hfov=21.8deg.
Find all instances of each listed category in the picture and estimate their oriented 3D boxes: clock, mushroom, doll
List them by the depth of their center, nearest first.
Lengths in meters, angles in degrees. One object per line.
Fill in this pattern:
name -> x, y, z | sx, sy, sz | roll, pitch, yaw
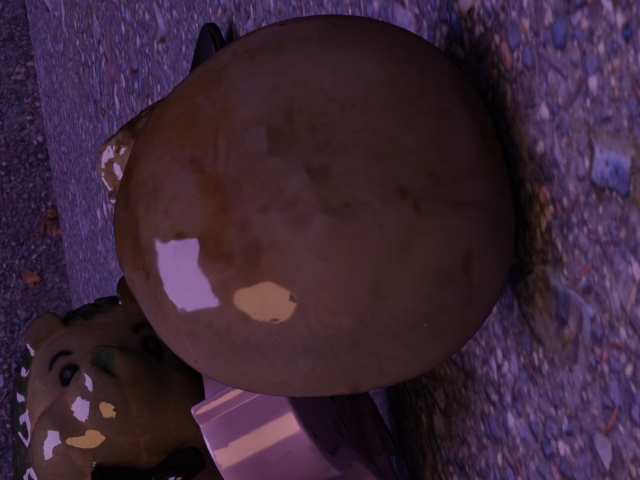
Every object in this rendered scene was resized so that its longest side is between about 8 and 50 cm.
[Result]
mushroom -> 0.000, 0.000, 1.217 | 0.290, 0.292, 0.293 | 75, 179, -62
doll -> -0.147, 0.211, 1.383 | 0.247, 0.247, 0.350 | 124, 133, -67
clock -> -0.003, 0.177, 1.384 | 0.290, 0.080, 0.275 | 58, -169, -15

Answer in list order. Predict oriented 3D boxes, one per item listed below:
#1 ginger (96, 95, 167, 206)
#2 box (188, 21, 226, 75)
ginger -> -0.066, -0.091, 1.390 | 0.109, 0.263, 0.116 | 56, 155, 21
box -> -0.115, -0.125, 1.917 | 0.201, 0.042, 0.213 | 123, 135, -67
